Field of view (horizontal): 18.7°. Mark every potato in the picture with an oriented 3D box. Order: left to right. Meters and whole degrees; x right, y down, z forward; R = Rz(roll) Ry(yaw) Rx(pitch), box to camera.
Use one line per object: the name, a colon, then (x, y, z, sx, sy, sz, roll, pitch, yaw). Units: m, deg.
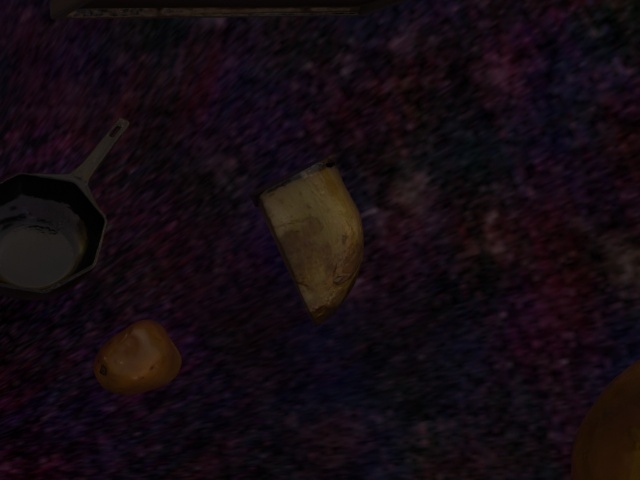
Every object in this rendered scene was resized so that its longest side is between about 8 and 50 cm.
potato: (0.000, 0.000, 1.335, 0.066, 0.096, 0.103, -24, 96, -1)

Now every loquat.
loquat: (0.408, 0.234, 2.030, 0.276, 0.284, 0.276, 0, 91, -26)

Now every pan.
pan: (-0.230, -0.015, 1.774, 0.202, 0.048, 0.128, -29, 64, -22)

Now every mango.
mango: (-0.174, 0.117, 1.883, 0.080, 0.114, 0.060, -39, 75, 18)

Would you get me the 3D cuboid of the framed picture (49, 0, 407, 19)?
framed picture: (-0.054, -0.186, 1.467, 0.265, 0.192, 0.018, -3, 91, -21)
